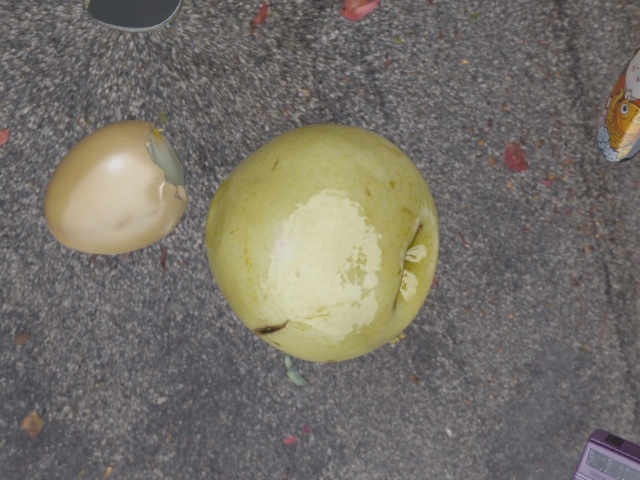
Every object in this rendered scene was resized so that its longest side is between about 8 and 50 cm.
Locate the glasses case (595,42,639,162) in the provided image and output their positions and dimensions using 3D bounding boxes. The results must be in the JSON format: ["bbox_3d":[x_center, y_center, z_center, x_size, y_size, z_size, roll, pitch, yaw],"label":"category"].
[{"bbox_3d":[0.597,-0.281,1.087,0.082,0.122,0.321,9,139,-3],"label":"glasses case"}]

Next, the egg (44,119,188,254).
[{"bbox_3d":[-0.333,-0.078,0.984,0.244,0.201,0.201,-32,116,-2],"label":"egg"}]

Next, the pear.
[{"bbox_3d":[0.000,0.000,0.776,0.309,0.309,0.309,-6,112,-15],"label":"pear"}]

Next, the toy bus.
[{"bbox_3d":[0.483,0.362,0.899,0.087,0.178,0.098,-1,107,-53],"label":"toy bus"}]

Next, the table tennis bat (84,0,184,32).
[{"bbox_3d":[-0.324,-0.391,0.922,0.246,0.022,0.138,12,78,9],"label":"table tennis bat"}]
